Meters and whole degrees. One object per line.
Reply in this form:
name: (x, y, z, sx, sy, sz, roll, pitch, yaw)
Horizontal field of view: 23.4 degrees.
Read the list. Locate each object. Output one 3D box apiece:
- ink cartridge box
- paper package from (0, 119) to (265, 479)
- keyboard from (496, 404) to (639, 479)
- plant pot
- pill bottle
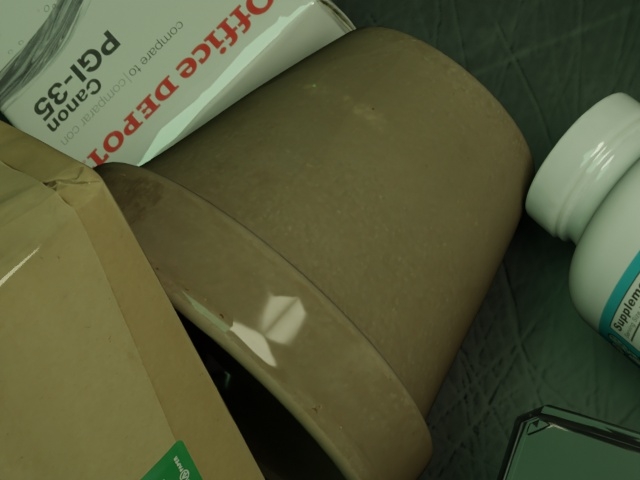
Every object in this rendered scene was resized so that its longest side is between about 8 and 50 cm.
ink cartridge box: (-0.137, -0.162, 1.045, 0.207, 0.117, 0.283, -45, 68, 4)
paper package: (-0.197, 0.083, 0.844, 0.168, 0.324, 0.309, -42, 43, -23)
keyboard: (0.222, 0.222, 0.773, 0.317, 0.033, 0.201, 18, 86, 14)
plant pot: (0.000, 0.000, 0.912, 0.263, 0.263, 0.229, 33, 72, 22)
pill bottle: (0.241, 0.030, 0.859, 0.264, 0.146, 0.146, 42, 93, 22)
